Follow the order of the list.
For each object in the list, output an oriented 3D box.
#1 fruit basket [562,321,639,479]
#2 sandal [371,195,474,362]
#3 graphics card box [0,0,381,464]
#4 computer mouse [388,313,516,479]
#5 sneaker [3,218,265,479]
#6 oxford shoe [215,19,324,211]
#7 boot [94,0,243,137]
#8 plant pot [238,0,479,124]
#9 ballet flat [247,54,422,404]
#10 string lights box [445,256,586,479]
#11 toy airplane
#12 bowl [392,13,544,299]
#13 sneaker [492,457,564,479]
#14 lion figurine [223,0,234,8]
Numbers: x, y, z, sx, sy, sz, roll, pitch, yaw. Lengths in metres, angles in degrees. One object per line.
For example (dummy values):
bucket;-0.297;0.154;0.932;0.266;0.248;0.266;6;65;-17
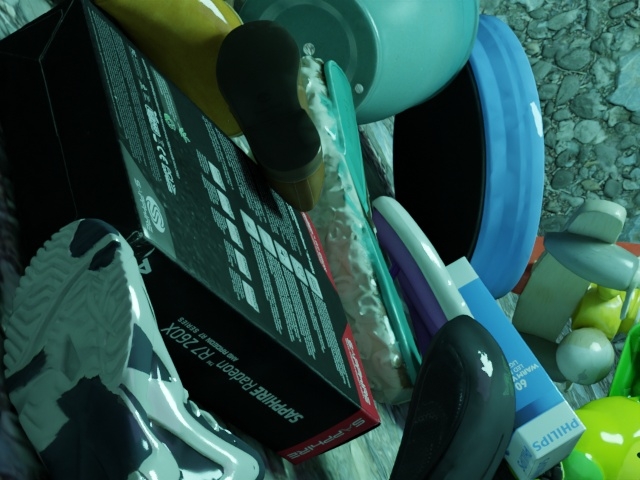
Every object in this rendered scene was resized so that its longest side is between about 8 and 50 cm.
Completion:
fruit basket;0.476;0.310;1.992;0.283;0.392;0.392;20;-2;22
sandal;0.118;0.127;1.593;0.169;0.102;0.416;49;-13;46
graphics card box;-0.095;0.006;1.087;0.371;0.094;0.232;45;22;-54
computer mouse;0.117;0.201;1.227;0.188;0.072;0.272;29;74;-59
sneaker;-0.105;0.111;0.861;0.153;0.094;0.235;39;27;-61
oxford shoe;-0.043;-0.109;1.226;0.076;0.076;0.212;75;1;-49
boot;-0.173;-0.216;1.246;0.295;0.104;0.211;61;20;5
plant pot;0.025;-0.256;1.703;0.271;0.272;0.255;61;29;-7
ballet flat;0.000;0.000;1.365;0.147;0.147;0.408;46;24;-49
string lights box;0.214;0.163;1.757;0.259;0.077;0.133;56;-13;19
toy airplane;0.374;0.089;2.165;0.386;0.384;0.272;34;47;-43
bowl;0.188;-0.111;1.929;0.391;0.077;0.391;178;-90;-74
sneaker;0.232;0.224;1.875;0.121;0.111;0.299;62;9;-69
lion figurine;-0.185;-0.424;1.542;0.240;0.142;0.392;-112;-179;-50
